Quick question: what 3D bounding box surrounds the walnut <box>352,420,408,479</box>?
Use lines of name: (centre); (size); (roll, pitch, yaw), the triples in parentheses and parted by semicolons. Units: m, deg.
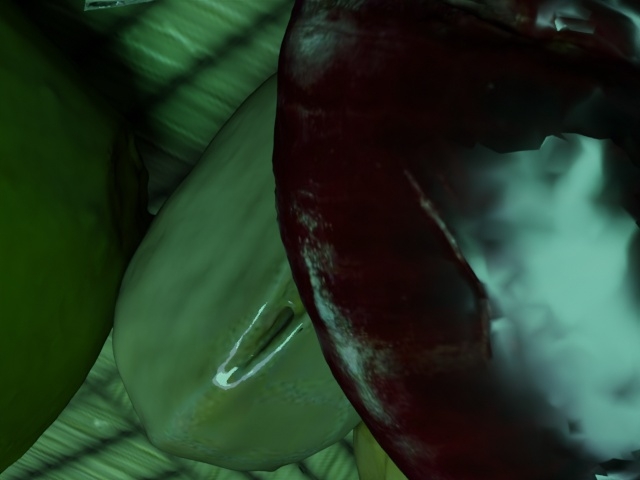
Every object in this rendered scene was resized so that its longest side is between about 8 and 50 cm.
walnut: (0.113, 0.090, 0.578); (0.206, 0.159, 0.159); (-23, 117, 27)

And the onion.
onion: (0.145, -0.030, 0.377); (0.314, 0.314, 0.232); (41, 174, -15)

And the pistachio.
pistachio: (0.000, 0.000, 0.530); (0.126, 0.223, 0.152); (36, 177, -7)

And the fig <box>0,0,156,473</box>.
fig: (-0.250, -0.007, 0.535); (0.343, 0.343, 0.343); (11, 132, 13)

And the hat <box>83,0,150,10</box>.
hat: (-0.077, -0.219, 0.442); (0.226, 0.164, 0.219); (66, 158, 14)
